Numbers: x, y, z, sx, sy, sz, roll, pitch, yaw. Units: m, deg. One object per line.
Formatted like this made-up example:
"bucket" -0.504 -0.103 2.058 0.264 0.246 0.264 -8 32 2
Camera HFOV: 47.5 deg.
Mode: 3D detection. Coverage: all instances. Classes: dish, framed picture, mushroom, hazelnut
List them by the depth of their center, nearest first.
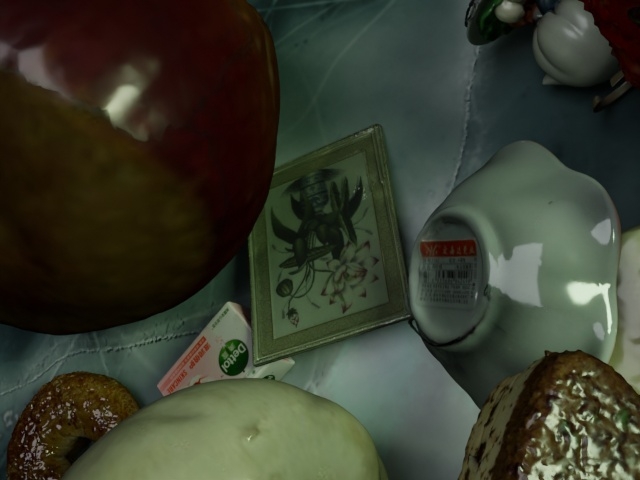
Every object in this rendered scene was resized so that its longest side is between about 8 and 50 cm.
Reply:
"mushroom" -0.062 0.234 0.522 0.356 0.315 0.315 -46 54 41
"dish" 0.125 0.030 0.574 0.229 0.081 0.229 -26 61 61
"hazelnut" -0.233 -0.100 0.730 0.429 0.402 0.402 -29 62 26
"framed picture" 0.000 0.000 0.732 0.173 0.010 0.231 -22 53 20

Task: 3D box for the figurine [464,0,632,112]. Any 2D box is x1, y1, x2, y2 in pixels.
"figurine" 0.220 -0.181 0.642 0.132 0.132 0.154 -44 72 11

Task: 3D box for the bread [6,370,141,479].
"bread" -0.275 0.239 0.811 0.193 0.064 0.193 -8 70 24

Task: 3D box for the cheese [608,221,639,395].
"cheese" 0.303 0.027 0.533 0.263 0.093 0.159 -43 63 10

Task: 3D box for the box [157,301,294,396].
"box" -0.100 0.138 0.753 0.125 0.043 0.089 -51 58 7

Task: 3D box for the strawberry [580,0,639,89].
"strawberry" 0.301 -0.204 0.496 0.250 0.288 0.239 -31 100 14

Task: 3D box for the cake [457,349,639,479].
"cake" 0.218 0.161 0.476 0.246 0.112 0.135 14 66 -4
